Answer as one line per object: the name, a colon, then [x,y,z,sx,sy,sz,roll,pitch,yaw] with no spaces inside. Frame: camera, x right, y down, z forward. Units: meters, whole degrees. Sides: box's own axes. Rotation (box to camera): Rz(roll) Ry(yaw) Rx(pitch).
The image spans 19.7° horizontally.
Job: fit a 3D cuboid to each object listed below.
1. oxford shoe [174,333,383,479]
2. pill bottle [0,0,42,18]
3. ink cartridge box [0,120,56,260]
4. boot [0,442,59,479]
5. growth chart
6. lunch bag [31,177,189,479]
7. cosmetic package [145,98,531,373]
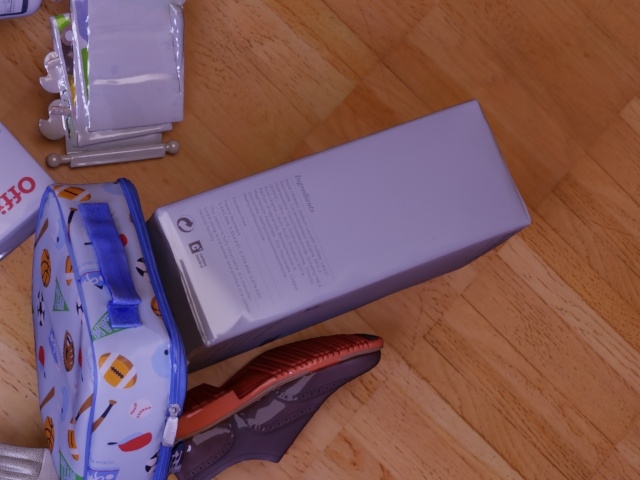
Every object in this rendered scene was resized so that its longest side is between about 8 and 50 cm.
oxford shoe: [-0.047,0.177,1.967,0.271,0.097,0.098,-23,103,-18]
pill bottle: [-0.352,-0.288,1.972,0.180,0.108,0.108,-11,79,-22]
ink cartridge box: [-0.432,-0.078,1.880,0.201,0.117,0.278,-43,91,-24]
boot: [-0.260,0.315,1.846,0.262,0.095,0.203,17,69,-9]
growth chart: [-0.218,-0.193,1.989,0.172,0.021,0.237,1,101,-22]
lunch bag: [-0.207,0.096,1.799,0.115,0.243,0.303,-3,43,-20]
cosmetic package: [0.000,0.000,1.955,0.385,0.217,0.156,-19,82,-20]
